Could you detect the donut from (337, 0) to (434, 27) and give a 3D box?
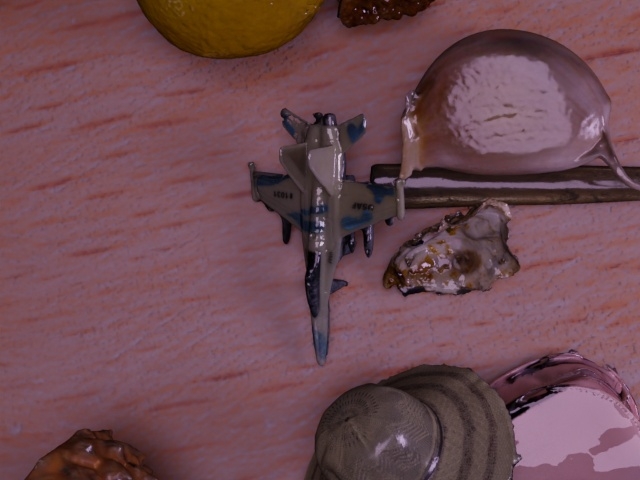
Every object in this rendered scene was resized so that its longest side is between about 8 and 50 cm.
[{"bbox_3d":[0.059,-0.335,1.461,0.126,0.144,0.187,-4,59,-6],"label":"donut"}]

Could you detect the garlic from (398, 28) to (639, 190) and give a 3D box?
[{"bbox_3d":[0.217,-0.135,1.430,0.266,0.128,0.149,6,109,18],"label":"garlic"}]

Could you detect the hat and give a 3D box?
[{"bbox_3d":[0.055,0.199,1.357,0.252,0.252,0.110,-46,127,-1],"label":"hat"}]

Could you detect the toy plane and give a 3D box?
[{"bbox_3d":[0.006,-0.003,1.455,0.192,0.088,0.262,9,115,33],"label":"toy plane"}]

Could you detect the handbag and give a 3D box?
[{"bbox_3d":[0.232,0.217,1.423,0.205,0.116,0.179,-31,91,5],"label":"handbag"}]

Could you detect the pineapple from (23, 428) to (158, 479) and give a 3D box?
[{"bbox_3d":[-0.172,0.365,1.379,0.223,0.223,0.357,-44,88,-1],"label":"pineapple"}]

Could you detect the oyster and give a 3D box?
[{"bbox_3d":[0.130,0.012,1.463,0.148,0.051,0.103,-17,122,7],"label":"oyster"}]

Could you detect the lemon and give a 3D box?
[{"bbox_3d":[-0.090,-0.276,1.412,0.231,0.192,0.192,-3,87,30],"label":"lemon"}]

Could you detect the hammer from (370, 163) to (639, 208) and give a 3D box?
[{"bbox_3d":[0.271,-0.055,1.472,0.439,0.044,0.168,-1,88,1],"label":"hammer"}]
